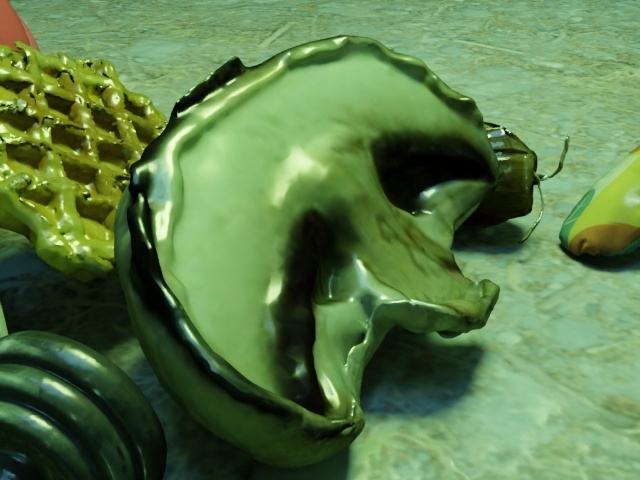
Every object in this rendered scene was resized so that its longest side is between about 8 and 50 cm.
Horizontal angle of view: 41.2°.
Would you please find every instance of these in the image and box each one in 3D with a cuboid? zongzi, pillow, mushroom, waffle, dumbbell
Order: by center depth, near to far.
[{"bbox_3d":[-0.159,0.135,0.356,0.110,0.110,0.254,10,34,20],"label":"dumbbell"},{"bbox_3d":[-0.001,0.002,0.556,0.247,0.130,0.344,34,45,-10],"label":"mushroom"},{"bbox_3d":[-0.147,-0.045,0.633,0.291,0.051,0.291,33,27,-20],"label":"waffle"},{"bbox_3d":[0.317,-0.019,0.657,0.214,0.086,0.233,-34,33,1],"label":"pillow"},{"bbox_3d":[0.048,-0.062,0.711,0.247,0.111,0.241,20,21,31],"label":"zongzi"}]

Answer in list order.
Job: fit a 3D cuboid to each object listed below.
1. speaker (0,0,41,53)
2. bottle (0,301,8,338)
[{"bbox_3d":[-0.384,-0.129,0.727,0.294,0.294,0.294,0,26,0],"label":"speaker"},{"bbox_3d":[-0.272,0.027,0.565,0.104,0.104,0.245,-12,29,-23],"label":"bottle"}]
